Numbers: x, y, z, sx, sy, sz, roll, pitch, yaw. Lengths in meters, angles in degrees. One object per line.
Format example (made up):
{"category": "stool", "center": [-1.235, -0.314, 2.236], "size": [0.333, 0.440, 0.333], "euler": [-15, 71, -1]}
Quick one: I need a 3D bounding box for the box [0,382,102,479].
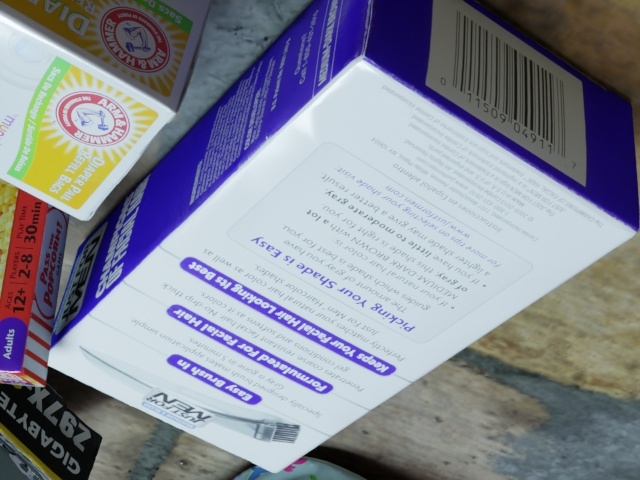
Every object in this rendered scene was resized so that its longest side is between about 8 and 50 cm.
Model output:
{"category": "box", "center": [-0.368, 0.144, 0.994], "size": [0.322, 0.079, 0.257], "euler": [-26, 117, 26]}

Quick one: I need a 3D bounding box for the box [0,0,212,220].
{"category": "box", "center": [-0.172, -0.118, 0.690], "size": [0.203, 0.103, 0.114], "euler": [29, 136, -20]}

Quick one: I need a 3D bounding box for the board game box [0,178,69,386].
{"category": "board game box", "center": [-0.255, 0.009, 0.815], "size": [0.193, 0.147, 0.045], "euler": [2, 163, 9]}

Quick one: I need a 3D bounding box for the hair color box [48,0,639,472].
{"category": "hair color box", "center": [0.000, 0.000, 0.785], "size": [0.185, 0.110, 0.339], "euler": [30, 133, -22]}

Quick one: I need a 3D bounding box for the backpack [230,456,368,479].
{"category": "backpack", "center": [-0.025, 0.300, 1.070], "size": [0.225, 0.191, 0.253], "euler": [38, 123, -14]}
